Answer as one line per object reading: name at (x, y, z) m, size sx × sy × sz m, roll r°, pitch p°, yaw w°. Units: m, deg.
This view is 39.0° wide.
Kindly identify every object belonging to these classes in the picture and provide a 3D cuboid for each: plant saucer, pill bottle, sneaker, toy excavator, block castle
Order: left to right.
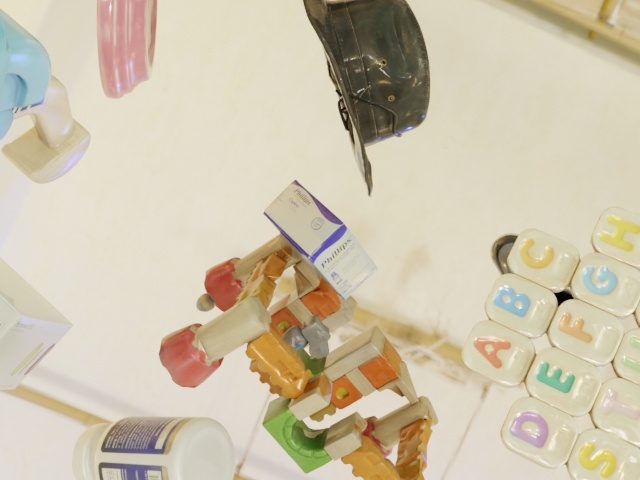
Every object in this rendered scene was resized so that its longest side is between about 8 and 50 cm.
toy excavator at (-0.474, -0.210, 1.286) m, size 0.222 × 0.433 × 0.445 m, roll 41°, pitch -141°, yaw 14°
plant saucer at (-0.350, -0.427, 1.667) m, size 0.084 × 0.332 × 0.332 m, roll 2°, pitch -178°, yaw -7°
pill bottle at (-0.289, 0.377, 1.542) m, size 0.265 × 0.153 × 0.153 m, roll -6°, pitch 161°, yaw 34°
block castle at (-0.030, 0.238, 1.400) m, size 0.453 × 0.213 × 0.303 m, roll 50°, pitch -155°, yaw -15°
sneaker at (0.355, 0.071, 1.418) m, size 0.268 × 0.101 × 0.153 m, roll 49°, pitch -169°, yaw 31°

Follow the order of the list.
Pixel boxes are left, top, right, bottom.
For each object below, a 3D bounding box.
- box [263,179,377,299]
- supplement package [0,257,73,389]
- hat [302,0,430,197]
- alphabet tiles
box at (0.000, 0.000, 1.314) m, size 0.126 × 0.072 × 0.137 m, roll 43°, pitch 175°, yaw 39°
supplement package at (-0.526, 0.108, 1.361) m, size 0.204 × 0.145 × 0.262 m, roll 41°, pitch 175°, yaw 6°
hat at (0.073, -0.232, 1.189) m, size 0.134 × 0.331 × 0.331 m, roll -16°, pitch 174°, yaw 6°
alphabet tiles at (0.300, 0.108, 0.912) m, size 0.278 × 0.284 × 0.021 m, roll 25°, pitch 166°, yaw 15°
